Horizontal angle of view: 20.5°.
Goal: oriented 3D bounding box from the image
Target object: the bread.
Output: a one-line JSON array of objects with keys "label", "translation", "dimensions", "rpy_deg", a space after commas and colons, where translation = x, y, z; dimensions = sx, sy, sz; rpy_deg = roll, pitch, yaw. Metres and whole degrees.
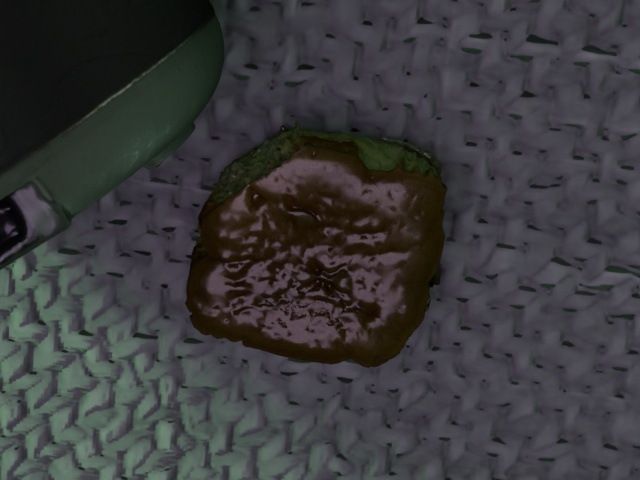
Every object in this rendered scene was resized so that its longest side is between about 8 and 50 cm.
[{"label": "bread", "translation": [0.000, 0.000, 0.974], "dimensions": [0.140, 0.069, 0.127], "rpy_deg": [9, 107, 2]}]

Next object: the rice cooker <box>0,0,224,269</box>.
[{"label": "rice cooker", "translation": [-0.218, -0.119, 0.850], "dimensions": [0.288, 0.288, 0.277], "rpy_deg": [-30, 104, 14]}]
